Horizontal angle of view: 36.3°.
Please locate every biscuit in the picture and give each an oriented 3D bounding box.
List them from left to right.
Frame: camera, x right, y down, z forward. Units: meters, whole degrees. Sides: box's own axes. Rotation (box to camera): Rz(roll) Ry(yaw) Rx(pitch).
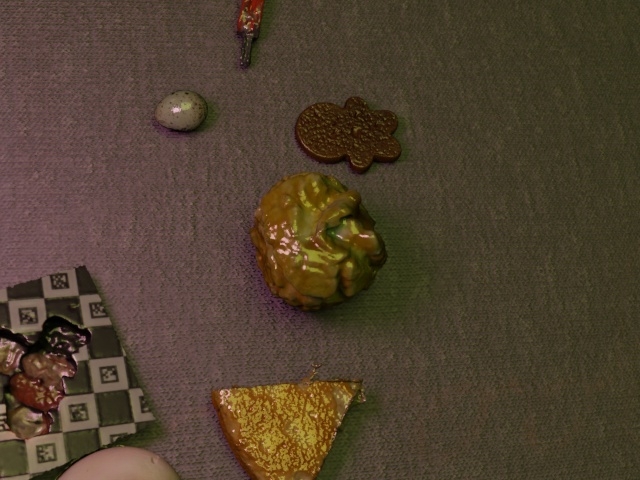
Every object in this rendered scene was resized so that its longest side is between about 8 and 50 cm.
[{"bbox_3d":[0.060,-0.232,2.121,0.236,0.039,0.180,4,70,-15],"label":"biscuit"}]

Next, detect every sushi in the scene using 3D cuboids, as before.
[{"bbox_3d":[-0.504,0.241,1.730,0.320,0.069,0.339,-21,75,-32],"label":"sushi"}]

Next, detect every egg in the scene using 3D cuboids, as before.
[{"bbox_3d":[-0.349,0.477,1.638,0.264,0.174,0.286,31,67,1],"label":"egg"},{"bbox_3d":[-0.285,-0.264,2.002,0.110,0.085,0.085,-19,75,-15],"label":"egg"}]

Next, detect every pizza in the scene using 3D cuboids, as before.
[{"bbox_3d":[-0.030,0.351,1.842,0.288,0.075,0.280,-25,83,-22],"label":"pizza"}]

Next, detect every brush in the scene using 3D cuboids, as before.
[{"bbox_3d":[-0.150,-0.527,2.159,0.051,0.070,0.323,10,67,-9],"label":"brush"}]

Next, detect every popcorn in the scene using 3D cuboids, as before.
[{"bbox_3d":[-0.009,-0.004,1.889,0.247,0.282,0.282,-25,78,-11],"label":"popcorn"}]
